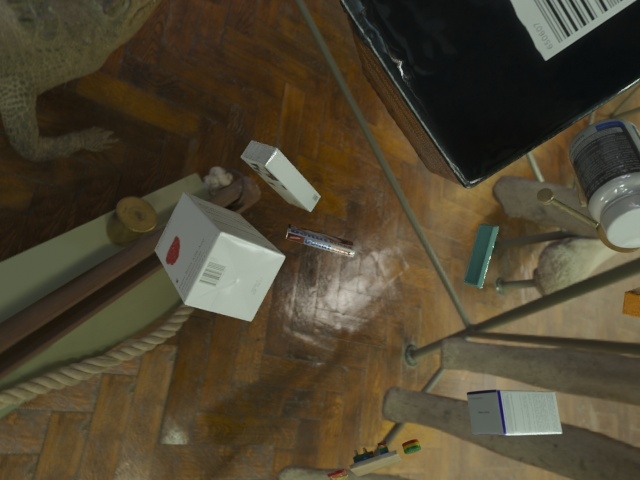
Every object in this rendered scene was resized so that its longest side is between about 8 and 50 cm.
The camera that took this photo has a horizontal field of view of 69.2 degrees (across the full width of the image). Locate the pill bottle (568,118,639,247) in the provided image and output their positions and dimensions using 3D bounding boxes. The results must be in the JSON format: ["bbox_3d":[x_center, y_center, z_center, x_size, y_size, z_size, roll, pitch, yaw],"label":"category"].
[{"bbox_3d":[0.331,-0.064,0.513,0.078,0.078,0.137,33,44,-27],"label":"pill bottle"}]

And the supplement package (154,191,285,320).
[{"bbox_3d":[-0.250,0.030,1.102,0.175,0.293,0.177,23,98,-37],"label":"supplement package"}]

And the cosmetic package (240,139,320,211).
[{"bbox_3d":[-0.102,-0.166,1.240,0.060,0.099,0.239,-57,142,-8],"label":"cosmetic package"}]

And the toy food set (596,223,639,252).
[{"bbox_3d":[0.581,-0.011,0.903,0.020,0.083,0.082,-38,145,-23],"label":"toy food set"}]

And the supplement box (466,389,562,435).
[{"bbox_3d":[0.518,0.460,1.241,0.220,0.111,0.113,9,66,-25],"label":"supplement box"}]

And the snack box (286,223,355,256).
[{"bbox_3d":[0.000,0.000,1.194,0.178,0.064,0.022,16,111,-8],"label":"snack box"}]

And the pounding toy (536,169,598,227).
[{"bbox_3d":[0.584,-0.116,1.010,0.094,0.206,0.181,4,76,-61],"label":"pounding toy"}]

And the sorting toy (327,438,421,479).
[{"bbox_3d":[0.140,0.598,1.274,0.132,0.275,0.046,67,4,-53],"label":"sorting toy"}]

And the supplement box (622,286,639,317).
[{"bbox_3d":[0.504,0.093,0.697,0.098,0.062,0.036,-3,98,-42],"label":"supplement box"}]

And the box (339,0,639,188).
[{"bbox_3d":[0.316,-0.338,0.706,0.297,0.480,0.472,55,13,-6],"label":"box"}]

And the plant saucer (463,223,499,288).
[{"bbox_3d":[0.472,0.043,1.375,0.018,0.067,0.192,14,91,-30],"label":"plant saucer"}]
